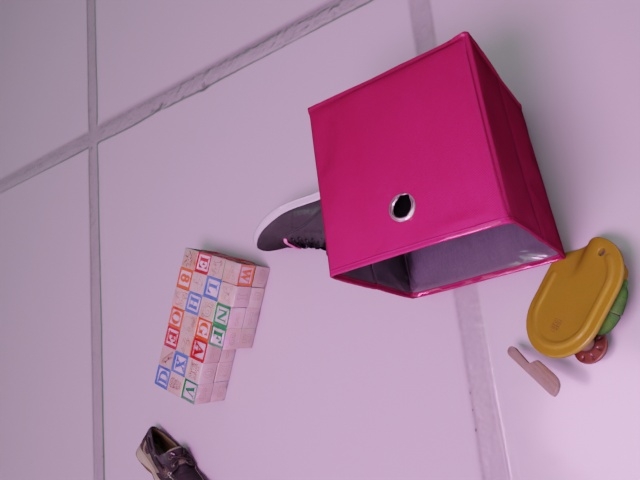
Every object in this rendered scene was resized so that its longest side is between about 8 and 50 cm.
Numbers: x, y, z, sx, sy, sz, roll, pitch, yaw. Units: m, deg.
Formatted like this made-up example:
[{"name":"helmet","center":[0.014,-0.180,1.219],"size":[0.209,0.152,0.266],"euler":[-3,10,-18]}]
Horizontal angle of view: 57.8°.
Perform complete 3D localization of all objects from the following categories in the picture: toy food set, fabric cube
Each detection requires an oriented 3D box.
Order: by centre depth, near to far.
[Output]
[{"name":"toy food set","center":[0.359,0.106,0.804],"size":[0.218,0.071,0.128],"euler":[-63,21,3]},{"name":"fabric cube","center":[0.164,-0.082,0.828],"size":[0.254,0.259,0.258],"euler":[-18,69,31]}]

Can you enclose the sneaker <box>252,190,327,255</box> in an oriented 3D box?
[{"name":"sneaker","center":[0.000,0.000,1.051],"size":[0.296,0.104,0.147],"euler":[-22,65,27]}]

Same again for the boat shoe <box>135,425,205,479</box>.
[{"name":"boat shoe","center":[-0.313,0.468,1.224],"size":[0.223,0.080,0.073],"euler":[20,100,41]}]

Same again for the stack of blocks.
[{"name":"stack of blocks","center":[-0.226,0.178,1.200],"size":[0.171,0.087,0.297],"euler":[14,91,36]}]
